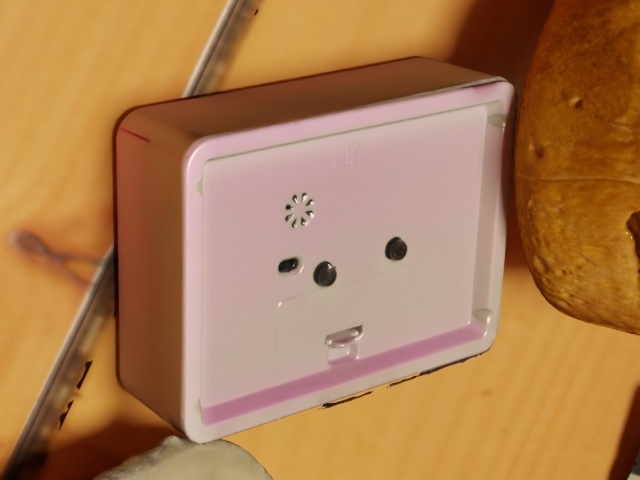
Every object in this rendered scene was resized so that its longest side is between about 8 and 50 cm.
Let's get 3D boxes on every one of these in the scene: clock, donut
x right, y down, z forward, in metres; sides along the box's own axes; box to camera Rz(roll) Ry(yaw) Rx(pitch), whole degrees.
[{"bbox_3d":[0.000,0.000,0.795,0.197,0.063,0.150,-15,117,-36],"label":"clock"},{"bbox_3d":[0.183,-0.056,0.859,0.226,0.114,0.226,-33,128,-56],"label":"donut"}]

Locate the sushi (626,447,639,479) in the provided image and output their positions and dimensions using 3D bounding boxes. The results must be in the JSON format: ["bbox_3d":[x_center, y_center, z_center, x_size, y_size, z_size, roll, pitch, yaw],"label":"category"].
[{"bbox_3d":[0.274,0.181,1.108,0.210,0.040,0.192,10,110,-24],"label":"sushi"}]

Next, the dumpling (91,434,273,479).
[{"bbox_3d":[-0.086,0.159,0.766,0.176,0.092,0.150,23,79,-34],"label":"dumpling"}]
